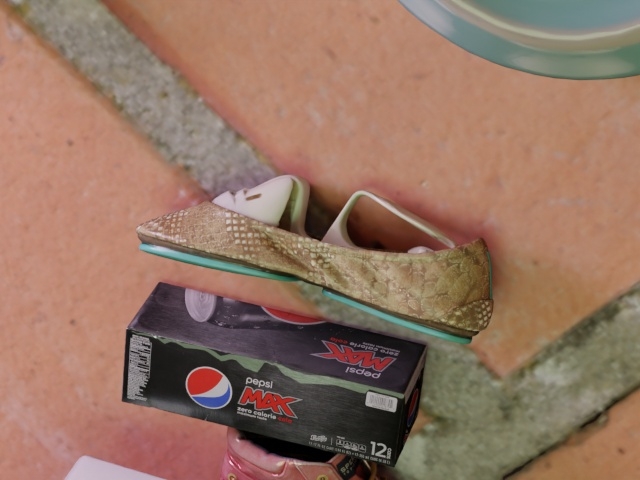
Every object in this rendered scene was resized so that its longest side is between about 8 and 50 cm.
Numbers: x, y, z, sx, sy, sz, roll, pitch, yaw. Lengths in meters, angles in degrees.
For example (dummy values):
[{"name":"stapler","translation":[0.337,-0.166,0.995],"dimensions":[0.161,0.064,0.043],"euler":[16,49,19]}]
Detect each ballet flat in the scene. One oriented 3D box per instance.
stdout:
[{"name":"ballet flat","translation":[0.000,0.000,1.038],"dimensions":[0.206,0.073,0.067],"euler":[15,93,7]}]

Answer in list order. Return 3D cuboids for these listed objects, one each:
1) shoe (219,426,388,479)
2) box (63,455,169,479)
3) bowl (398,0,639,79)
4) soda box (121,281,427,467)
[{"name":"shoe","translation":[0.021,0.160,1.105],"dimensions":[0.178,0.063,0.081],"euler":[18,126,14]},{"name":"box","translation":[-0.080,0.246,1.111],"dimensions":[0.181,0.119,0.182],"euler":[13,136,25]},{"name":"bowl","translation":[0.122,-0.197,0.828],"dimensions":[0.311,0.163,0.311],"euler":[8,118,15]},{"name":"soda box","translation":[-0.027,0.077,1.080],"dimensions":[0.169,0.060,0.053],"euler":[13,121,11]}]
